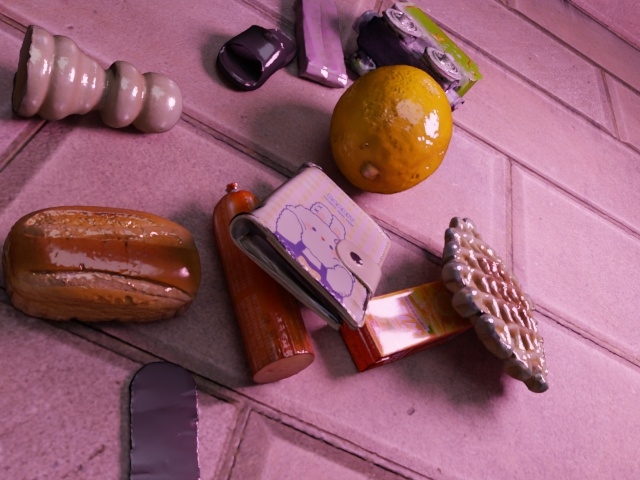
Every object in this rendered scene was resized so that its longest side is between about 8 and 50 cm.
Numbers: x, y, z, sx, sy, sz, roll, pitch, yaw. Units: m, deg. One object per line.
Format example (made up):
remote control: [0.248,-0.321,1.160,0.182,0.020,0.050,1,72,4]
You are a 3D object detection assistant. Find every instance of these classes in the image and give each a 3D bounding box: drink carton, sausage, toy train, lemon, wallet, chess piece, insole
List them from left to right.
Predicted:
chess piece: [-0.334,-0.231,0.915,0.243,0.133,0.133,9,52,-36]
insole: [-0.182,0.301,0.666,0.118,0.009,0.349,12,51,-27]
sausage: [-0.095,0.045,0.864,0.092,0.093,0.312,0,56,-33]
wallet: [0.000,0.000,0.892,0.223,0.077,0.309,48,23,-6]
lemon: [0.132,-0.208,1.108,0.235,0.236,0.263,18,39,-20]
drink carton: [0.142,0.134,0.959,0.222,0.071,0.096,-9,63,-37]
toy train: [0.221,-0.412,1.375,0.307,0.173,0.248,48,37,9]

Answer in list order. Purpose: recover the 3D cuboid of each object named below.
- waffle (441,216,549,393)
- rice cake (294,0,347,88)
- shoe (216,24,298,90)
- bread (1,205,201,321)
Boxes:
waffle: [0.302,0.099,1.029,0.292,0.056,0.309,49,29,-12]
rice cake: [-0.005,-0.460,1.342,0.106,0.050,0.298,14,50,-25]
shoe: [-0.115,-0.392,1.190,0.108,0.093,0.241,41,43,0]
bread: [-0.272,0.029,0.751,0.236,0.106,0.140,4,56,-29]
